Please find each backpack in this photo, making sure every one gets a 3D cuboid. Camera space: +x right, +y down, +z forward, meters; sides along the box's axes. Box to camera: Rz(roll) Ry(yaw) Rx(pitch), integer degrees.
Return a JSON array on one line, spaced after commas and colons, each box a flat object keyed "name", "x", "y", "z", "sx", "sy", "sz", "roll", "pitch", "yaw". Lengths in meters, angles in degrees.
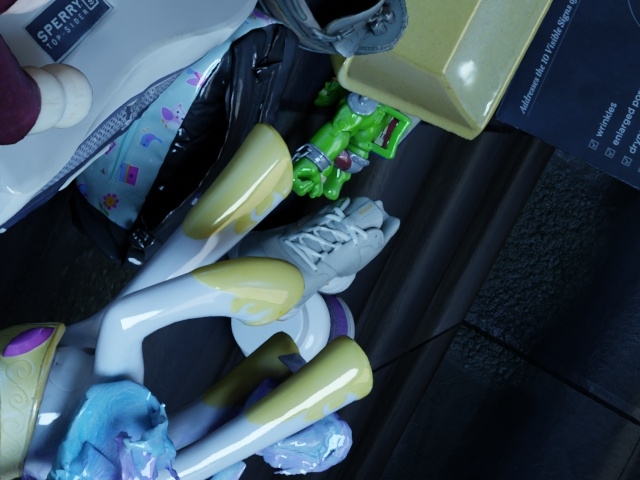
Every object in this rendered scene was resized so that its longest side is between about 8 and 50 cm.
[{"name": "backpack", "x": -0.095, "y": -0.086, "z": 0.794, "sx": 0.182, "sy": 0.115, "sz": 0.152, "roll": -64, "pitch": 167, "yaw": 24}]

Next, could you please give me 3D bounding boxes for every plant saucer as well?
[{"name": "plant saucer", "x": 0.140, "y": -0.284, "z": 1.142, "sx": 0.333, "sy": 0.081, "sz": 0.333, "roll": 10, "pitch": 109, "yaw": -60}]

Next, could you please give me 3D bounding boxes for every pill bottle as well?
[{"name": "pill bottle", "x": -0.033, "y": 0.096, "z": 1.313, "sx": 0.108, "sy": 0.108, "sz": 0.193, "roll": -60, "pitch": 164, "yaw": 1}]

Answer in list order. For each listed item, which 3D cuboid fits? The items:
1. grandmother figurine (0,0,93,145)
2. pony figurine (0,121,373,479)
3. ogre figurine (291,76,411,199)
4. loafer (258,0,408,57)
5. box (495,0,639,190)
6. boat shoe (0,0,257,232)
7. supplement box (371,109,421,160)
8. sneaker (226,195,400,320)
[{"name": "grandmother figurine", "x": -0.134, "y": -0.125, "z": 0.423, "sx": 0.208, "sy": 0.104, "sz": 0.342, "roll": 61, "pitch": 37, "yaw": -25}, {"name": "pony figurine", "x": -0.149, "y": 0.140, "z": 0.697, "sx": 0.363, "sy": 0.303, "sz": 0.351, "roll": -28, "pitch": 139, "yaw": -24}, {"name": "ogre figurine", "x": 0.024, "y": -0.100, "z": 1.171, "sx": 0.118, "sy": 0.097, "sz": 0.197, "roll": -51, "pitch": 154, "yaw": 11}, {"name": "loafer", "x": 0.006, "y": -0.189, "z": 0.872, "sx": 0.096, "sy": 0.084, "sz": 0.267, "roll": -59, "pitch": 149, "yaw": 5}, {"name": "box", "x": 0.610, "y": -0.323, "z": 1.861, "sx": 0.297, "sy": 0.471, "sz": 0.480, "roll": -34, "pitch": 150, "yaw": -59}, {"name": "boat shoe", "x": -0.159, "y": -0.094, "z": 0.619, "sx": 0.158, "sy": 0.127, "sz": 0.340, "roll": -30, "pitch": -166, "yaw": 34}, {"name": "supplement box", "x": 0.077, "y": -0.152, "z": 1.303, "sx": 0.083, "sy": 0.056, "sz": 0.083, "roll": -48, "pitch": 160, "yaw": -36}, {"name": "sneaker", "x": 0.000, "y": 0.000, "z": 1.197, "sx": 0.121, "sy": 0.099, "sz": 0.262, "roll": -40, "pitch": 174, "yaw": 21}]
